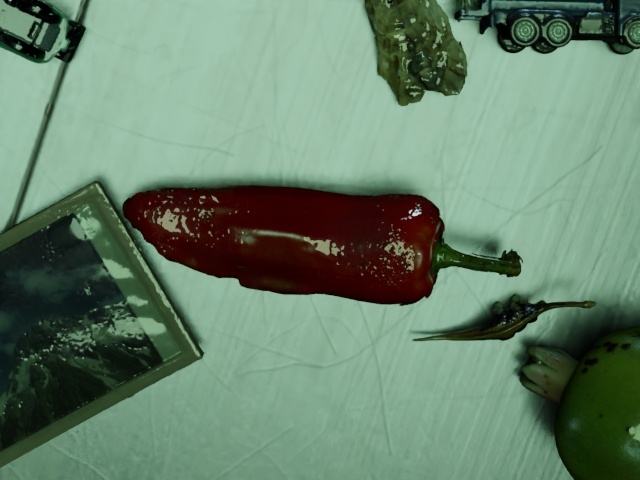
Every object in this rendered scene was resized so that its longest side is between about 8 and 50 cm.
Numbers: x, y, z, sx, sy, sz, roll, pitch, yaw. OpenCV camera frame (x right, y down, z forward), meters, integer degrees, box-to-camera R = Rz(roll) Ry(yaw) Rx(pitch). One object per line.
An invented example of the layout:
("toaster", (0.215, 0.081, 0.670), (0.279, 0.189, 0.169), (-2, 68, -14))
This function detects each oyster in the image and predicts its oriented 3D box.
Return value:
("oyster", (0.075, -0.220, 1.501), (0.106, 0.061, 0.200), (-36, 99, 3))

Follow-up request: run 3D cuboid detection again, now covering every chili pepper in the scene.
("chili pepper", (0.000, 0.000, 1.506), (0.387, 0.110, 0.110), (7, 99, 7))

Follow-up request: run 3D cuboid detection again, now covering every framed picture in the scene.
("framed picture", (-0.283, 0.093, 1.538), (0.281, 0.019, 0.209), (-30, 100, 7))

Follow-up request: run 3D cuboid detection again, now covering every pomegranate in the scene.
("pomegranate", (0.288, 0.161, 1.530), (0.209, 0.180, 0.180), (23, 98, 23))

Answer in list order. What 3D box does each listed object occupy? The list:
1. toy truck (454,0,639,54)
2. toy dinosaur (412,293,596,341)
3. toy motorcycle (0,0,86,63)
("toy truck", (0.231, -0.224, 1.509), (0.201, 0.074, 0.088), (1, 90, -3))
("toy dinosaur", (0.183, 0.079, 1.564), (0.180, 0.058, 0.037), (-22, 92, 13))
("toy motorcycle", (-0.305, -0.217, 1.461), (0.173, 0.100, 0.058), (26, 96, -10))
